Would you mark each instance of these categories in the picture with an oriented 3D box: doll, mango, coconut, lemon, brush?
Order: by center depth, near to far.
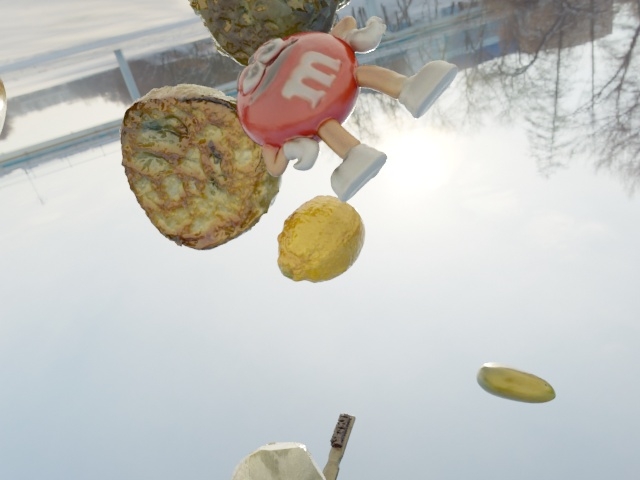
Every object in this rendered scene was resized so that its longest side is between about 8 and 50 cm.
[{"bbox_3d":[-0.003,-0.145,0.467,0.217,0.085,0.183,35,-96,35],"label":"doll"},{"bbox_3d":[-0.064,0.378,0.710,0.161,0.161,0.162,-33,167,-35],"label":"coconut"},{"bbox_3d":[0.000,0.000,0.835,0.142,0.142,0.187,11,-132,44],"label":"lemon"},{"bbox_3d":[0.458,0.340,1.164,0.191,0.122,0.085,-22,-133,66],"label":"mango"},{"bbox_3d":[0.033,0.529,1.198,0.043,0.036,0.248,-12,-153,29],"label":"brush"}]

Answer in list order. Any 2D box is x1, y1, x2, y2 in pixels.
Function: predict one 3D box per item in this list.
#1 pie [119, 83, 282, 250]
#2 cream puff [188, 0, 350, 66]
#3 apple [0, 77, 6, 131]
[{"bbox_3d":[-0.218,-0.131,0.856,0.315,0.315,0.092,-4,-155,22],"label":"pie"},{"bbox_3d":[-0.081,-0.378,0.740,0.244,0.244,0.196,-16,-145,-3],"label":"cream puff"},{"bbox_3d":[-0.607,-0.214,0.728,0.261,0.260,0.194,-14,-177,3],"label":"apple"}]
